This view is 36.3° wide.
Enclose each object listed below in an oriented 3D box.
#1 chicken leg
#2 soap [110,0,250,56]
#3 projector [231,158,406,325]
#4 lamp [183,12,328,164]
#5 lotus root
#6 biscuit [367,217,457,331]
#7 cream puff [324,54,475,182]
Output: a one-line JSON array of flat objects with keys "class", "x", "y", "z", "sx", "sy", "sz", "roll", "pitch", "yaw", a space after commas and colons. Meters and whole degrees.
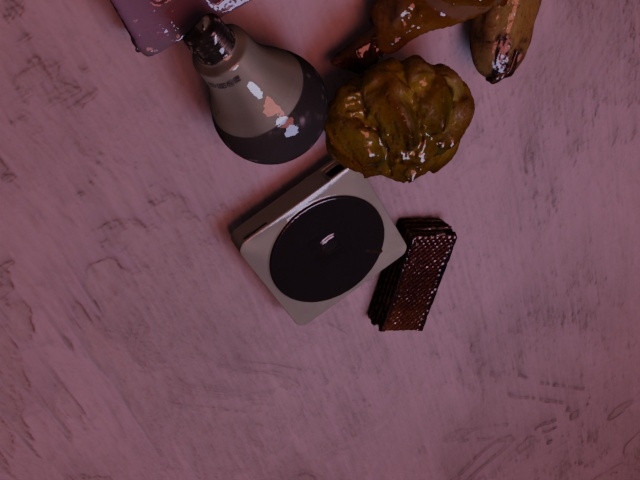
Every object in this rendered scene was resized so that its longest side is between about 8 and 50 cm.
[{"class": "chicken leg", "x": 0.148, "y": -0.428, "z": 1.514, "sx": 0.409, "sy": 0.182, "sz": 0.295, "roll": -39, "pitch": 125, "yaw": 23}, {"class": "soap", "x": -0.198, "y": -0.442, "z": 1.326, "sx": 0.285, "sy": 0.107, "sz": 0.296, "roll": -31, "pitch": 131, "yaw": -2}, {"class": "projector", "x": 0.000, "y": 0.000, "z": 1.770, "sx": 0.257, "sy": 0.079, "sz": 0.259, "roll": -35, "pitch": 132, "yaw": -1}, {"class": "lamp", "x": -0.120, "y": -0.224, "z": 1.463, "sx": 0.313, "sy": 0.182, "sz": 0.182, "roll": 21, "pitch": 111, "yaw": -49}, {"class": "lotus root", "x": 0.318, "y": -0.393, "z": 1.651, "sx": 0.110, "sy": 0.097, "sz": 0.259, "roll": -1, "pitch": 116, "yaw": -36}, {"class": "biscuit", "x": 0.177, "y": 0.074, "z": 1.928, "sx": 0.106, "sy": 0.070, "sz": 0.252, "roll": 0, "pitch": 123, "yaw": -28}, {"class": "cream puff", "x": 0.128, "y": -0.195, "z": 1.596, "sx": 0.244, "sy": 0.196, "sz": 0.244, "roll": -38, "pitch": 169, "yaw": -8}]
